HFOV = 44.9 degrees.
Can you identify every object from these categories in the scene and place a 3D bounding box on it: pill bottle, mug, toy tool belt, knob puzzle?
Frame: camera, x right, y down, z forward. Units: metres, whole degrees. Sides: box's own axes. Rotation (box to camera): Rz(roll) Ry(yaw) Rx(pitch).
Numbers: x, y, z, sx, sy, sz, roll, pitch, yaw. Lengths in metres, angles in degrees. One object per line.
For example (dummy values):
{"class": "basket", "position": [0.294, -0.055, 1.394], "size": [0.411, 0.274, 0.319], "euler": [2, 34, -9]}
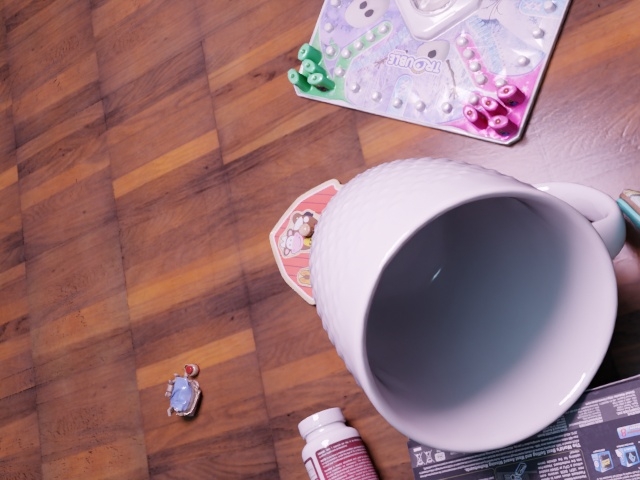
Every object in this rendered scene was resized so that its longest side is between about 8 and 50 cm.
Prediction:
{"class": "pill bottle", "position": [0.027, 0.306, 1.036], "size": [0.086, 0.086, 0.152], "euler": [-34, 64, 21]}
{"class": "mug", "position": [0.169, 0.022, 0.900], "size": [0.374, 0.276, 0.328], "euler": [-21, 20, -8]}
{"class": "toy tool belt", "position": [-0.218, 0.235, 1.222], "size": [0.052, 0.051, 0.083], "euler": [2, 80, 32]}
{"class": "knob puzzle", "position": [0.000, 0.000, 1.156], "size": [0.213, 0.030, 0.213], "euler": [-7, 76, 30]}

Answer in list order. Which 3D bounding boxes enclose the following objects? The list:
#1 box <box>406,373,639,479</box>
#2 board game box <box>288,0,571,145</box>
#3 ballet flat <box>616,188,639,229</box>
{"class": "box", "position": [0.292, 0.321, 0.811], "size": [0.395, 0.097, 0.318], "euler": [-30, 63, 40]}
{"class": "board game box", "position": [0.165, -0.366, 1.125], "size": [0.390, 0.050, 0.389], "euler": [20, 90, 33]}
{"class": "ballet flat", "position": [0.391, 0.015, 0.779], "size": [0.079, 0.077, 0.221], "euler": [-39, 48, 18]}
